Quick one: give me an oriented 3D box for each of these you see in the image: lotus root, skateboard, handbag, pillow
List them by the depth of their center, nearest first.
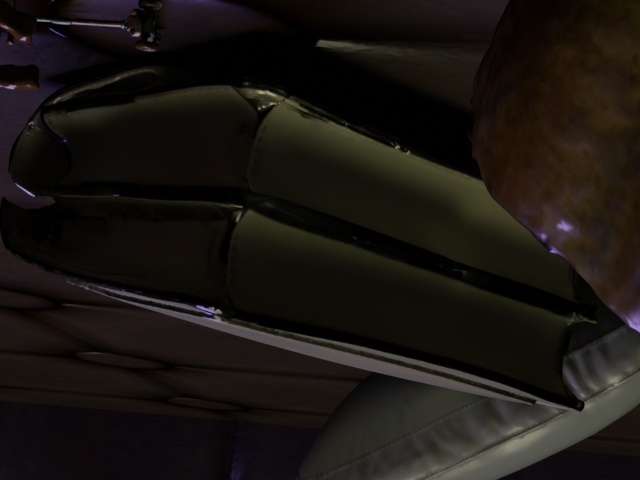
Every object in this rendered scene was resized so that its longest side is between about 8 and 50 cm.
[{"bbox_3d":[0.173,-0.085,0.709,0.188,0.199,0.180,-25,144,-27],"label":"lotus root"},{"bbox_3d":[-0.129,-0.119,0.944,0.083,0.032,0.064,4,179,-4],"label":"skateboard"},{"bbox_3d":[0.000,0.000,1.135,0.358,0.160,0.237,18,169,-42],"label":"handbag"},{"bbox_3d":[0.144,0.114,1.354,0.322,0.120,0.255,-28,-178,16],"label":"pillow"}]

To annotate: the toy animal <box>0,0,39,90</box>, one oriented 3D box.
[{"bbox_3d":[-0.258,-0.117,0.914,0.230,0.066,0.224,9,165,10],"label":"toy animal"}]
